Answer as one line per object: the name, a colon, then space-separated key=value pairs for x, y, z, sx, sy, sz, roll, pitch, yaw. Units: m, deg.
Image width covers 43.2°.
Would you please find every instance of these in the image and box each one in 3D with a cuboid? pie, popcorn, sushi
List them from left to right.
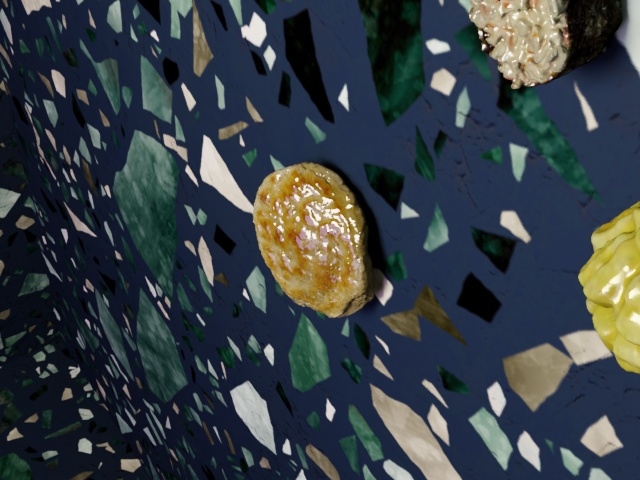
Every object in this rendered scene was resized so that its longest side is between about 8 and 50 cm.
pie: x=0.000 y=0.000 z=0.962 sx=0.163 sy=0.079 sz=0.194 roll=-6 pitch=107 yaw=50
sushi: x=0.149 y=-0.185 z=0.557 sx=0.090 sy=0.078 sz=0.150 roll=9 pitch=119 yaw=57
popcorn: x=0.249 y=0.041 z=0.502 sx=0.173 sy=0.173 sz=0.142 roll=-5 pitch=86 yaw=60
